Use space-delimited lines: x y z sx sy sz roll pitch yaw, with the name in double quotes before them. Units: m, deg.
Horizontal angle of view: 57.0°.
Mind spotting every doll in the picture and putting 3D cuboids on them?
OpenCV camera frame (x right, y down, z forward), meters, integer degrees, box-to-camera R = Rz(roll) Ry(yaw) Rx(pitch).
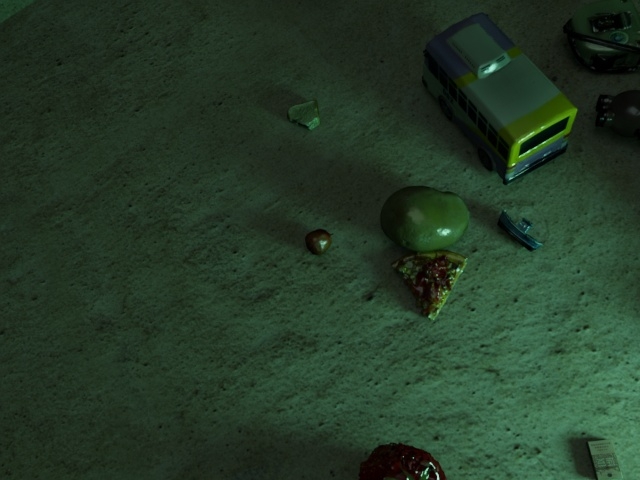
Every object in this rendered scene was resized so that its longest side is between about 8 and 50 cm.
"doll" 0.875 -0.339 1.569 0.258 0.117 0.181 6 63 18

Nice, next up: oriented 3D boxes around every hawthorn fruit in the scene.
"hawthorn fruit" -0.006 0.002 1.641 0.077 0.077 0.077 -5 66 10

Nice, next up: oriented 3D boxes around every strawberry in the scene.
"strawberry" 0.172 0.542 1.320 0.201 0.184 0.186 18 90 57

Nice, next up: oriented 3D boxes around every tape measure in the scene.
"tape measure" 0.820 -0.577 1.688 0.207 0.115 0.235 -11 65 5

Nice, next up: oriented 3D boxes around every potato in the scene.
"potato" 0.277 -0.059 1.558 0.235 0.160 0.177 -6 90 -6

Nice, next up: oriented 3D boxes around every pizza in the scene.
"pizza" 0.294 0.108 1.536 0.201 0.053 0.193 -12 65 7

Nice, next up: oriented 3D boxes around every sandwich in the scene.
"sandwich" -0.053 -0.387 1.838 0.105 0.035 0.093 -9 66 10

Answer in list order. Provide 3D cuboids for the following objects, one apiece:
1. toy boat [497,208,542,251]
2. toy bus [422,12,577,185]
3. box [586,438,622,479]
"toy boat" 0.524 -0.030 1.542 0.061 0.060 0.137 -51 59 10
"toy bus" 0.468 -0.403 1.612 0.209 0.249 0.439 -30 64 -2
"box" 0.631 0.488 1.312 0.053 0.024 0.083 -11 63 8
